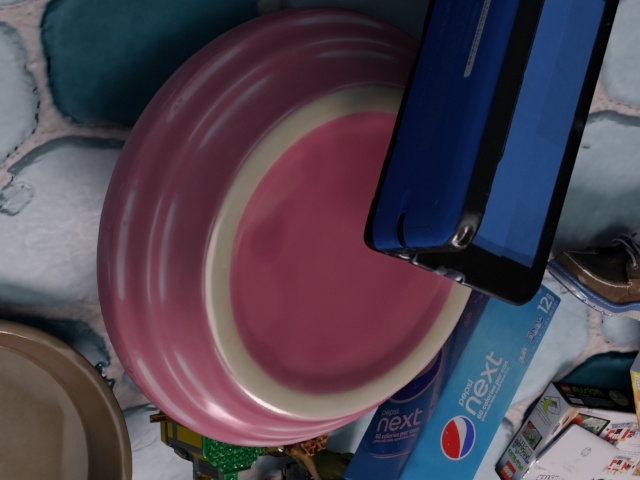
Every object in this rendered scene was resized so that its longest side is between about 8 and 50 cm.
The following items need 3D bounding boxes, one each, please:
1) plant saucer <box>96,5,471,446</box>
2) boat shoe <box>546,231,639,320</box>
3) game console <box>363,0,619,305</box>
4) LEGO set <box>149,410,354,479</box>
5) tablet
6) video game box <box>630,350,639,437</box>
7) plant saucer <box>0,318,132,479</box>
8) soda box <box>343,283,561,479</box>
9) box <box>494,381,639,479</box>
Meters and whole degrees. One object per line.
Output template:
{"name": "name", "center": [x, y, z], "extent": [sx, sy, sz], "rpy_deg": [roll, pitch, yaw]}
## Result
{"name": "plant saucer", "center": [0.000, 0.000, 1.376], "extent": [0.332, 0.084, 0.332], "rpy_deg": [-14, 114, -33]}
{"name": "boat shoe", "center": [0.265, 0.026, 1.660], "extent": [0.183, 0.066, 0.066], "rpy_deg": [15, 115, -50]}
{"name": "game console", "center": [0.155, -0.111, 1.309], "extent": [0.173, 0.250, 0.293], "rpy_deg": [17, 84, -15]}
{"name": "LEGO set", "center": [-0.030, 0.194, 1.582], "extent": [0.331, 0.192, 0.255], "rpy_deg": [-18, 106, -33]}
{"name": "tablet", "center": [0.242, 0.203, 1.782], "extent": [0.054, 0.006, 0.083], "rpy_deg": [-47, 136, 13]}
{"name": "video game box", "center": [0.386, 0.195, 1.742], "extent": [0.048, 0.187, 0.205], "rpy_deg": [-56, 144, -38]}
{"name": "plant saucer", "center": [-0.275, 0.188, 1.428], "extent": [0.278, 0.041, 0.278], "rpy_deg": [-8, 107, -28]}
{"name": "soda box", "center": [0.105, 0.116, 1.507], "extent": [0.071, 0.067, 0.210], "rpy_deg": [36, 74, -34]}
{"name": "box", "center": [0.278, 0.198, 1.832], "extent": [0.207, 0.036, 0.114], "rpy_deg": [10, 122, -36]}
